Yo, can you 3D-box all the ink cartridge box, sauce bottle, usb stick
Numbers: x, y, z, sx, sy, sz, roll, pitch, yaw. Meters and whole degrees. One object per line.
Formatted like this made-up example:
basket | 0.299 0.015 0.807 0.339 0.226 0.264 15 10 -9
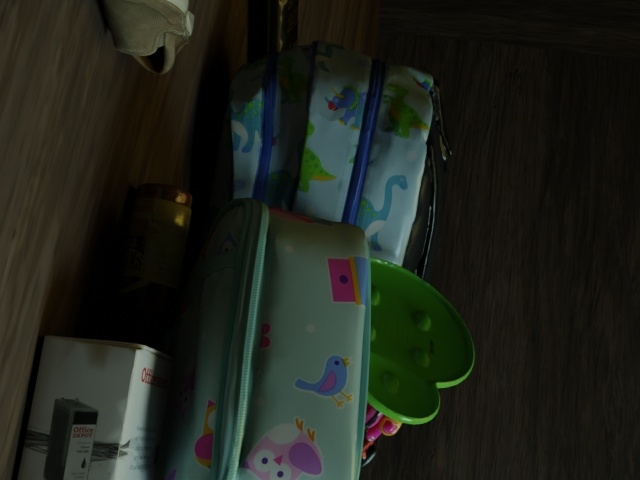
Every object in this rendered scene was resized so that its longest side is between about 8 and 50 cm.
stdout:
ink cartridge box | -0.128 0.126 0.606 0.099 0.056 0.135 74 24 -78
sauce bottle | -0.114 0.027 0.715 0.042 0.042 0.128 77 20 -75
usb stick | -0.051 -0.161 1.155 0.077 0.045 0.278 -64 161 -54

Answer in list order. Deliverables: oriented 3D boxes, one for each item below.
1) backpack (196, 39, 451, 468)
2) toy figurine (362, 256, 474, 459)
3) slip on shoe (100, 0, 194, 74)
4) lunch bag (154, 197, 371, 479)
backpack | 0.000 0.000 0.984 0.355 0.273 0.290 -62 -178 25
toy figurine | 0.021 0.124 0.816 0.159 0.130 0.173 -57 -167 31
slip on shoe | -0.103 -0.127 0.619 0.135 0.051 0.041 -153 -98 -89
lunch bag | -0.058 0.103 0.732 0.279 0.108 0.224 135 -38 -61
